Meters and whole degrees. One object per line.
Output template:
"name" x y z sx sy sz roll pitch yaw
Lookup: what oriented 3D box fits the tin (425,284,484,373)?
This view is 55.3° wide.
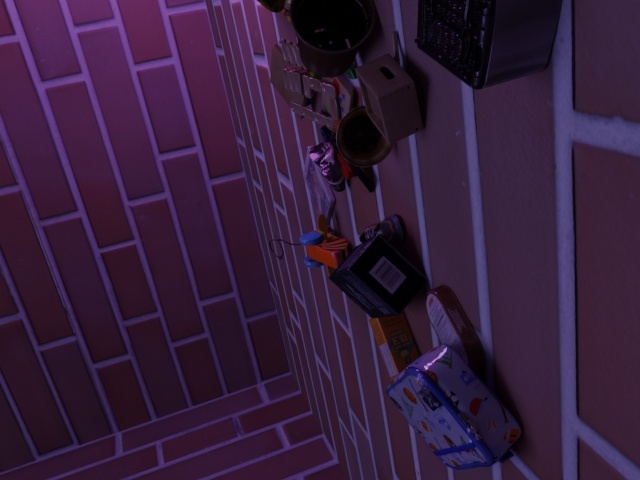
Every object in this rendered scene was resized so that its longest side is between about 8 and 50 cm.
"tin" 0.264 0.178 1.218 0.106 0.040 0.190 102 149 -55

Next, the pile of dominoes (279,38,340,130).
"pile of dominoes" -0.016 -0.397 1.539 0.251 0.040 0.196 36 142 48

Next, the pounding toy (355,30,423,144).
"pounding toy" 0.131 -0.281 1.122 0.130 0.100 0.141 67 178 -47

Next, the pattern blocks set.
"pattern blocks set" 0.044 -0.332 1.499 0.285 0.026 0.325 63 162 22

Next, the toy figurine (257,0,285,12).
"toy figurine" -0.045 -0.596 1.142 0.191 0.217 0.363 51 -156 -31

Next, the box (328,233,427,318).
"box" 0.124 0.087 1.391 0.153 0.108 0.207 42 166 -4

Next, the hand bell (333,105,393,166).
"hand bell" 0.068 -0.246 1.358 0.242 0.126 0.126 -126 23 -69

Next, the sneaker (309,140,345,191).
"sneaker" 0.021 -0.198 1.686 0.077 0.072 0.178 64 -174 -48

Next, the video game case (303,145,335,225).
"video game case" -0.007 -0.168 1.926 0.183 0.023 0.201 105 146 -66

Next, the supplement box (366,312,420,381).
"supplement box" 0.180 0.233 1.529 0.080 0.078 0.234 123 129 -69

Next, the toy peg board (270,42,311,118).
"toy peg board" -0.064 -0.463 1.738 0.161 0.079 0.161 53 161 16

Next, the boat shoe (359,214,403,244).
"boat shoe" 0.139 -0.011 1.428 0.183 0.066 0.066 137 116 -75

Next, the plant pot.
"plant pot" 0.018 -0.424 1.252 0.165 0.166 0.167 112 140 -80

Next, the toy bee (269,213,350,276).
"toy bee" 0.000 0.000 1.895 0.298 0.162 0.195 33 135 32

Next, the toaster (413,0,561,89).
"toaster" 0.201 -0.293 0.749 0.186 0.110 0.168 -121 19 -48

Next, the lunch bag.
"lunch bag" 0.256 0.341 1.205 0.243 0.115 0.303 51 163 13

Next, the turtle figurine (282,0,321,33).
"turtle figurine" -0.059 -0.598 1.486 0.217 0.087 0.270 122 131 -72

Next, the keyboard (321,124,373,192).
"keyboard" 0.073 -0.206 1.471 0.192 0.038 0.100 53 -177 18
